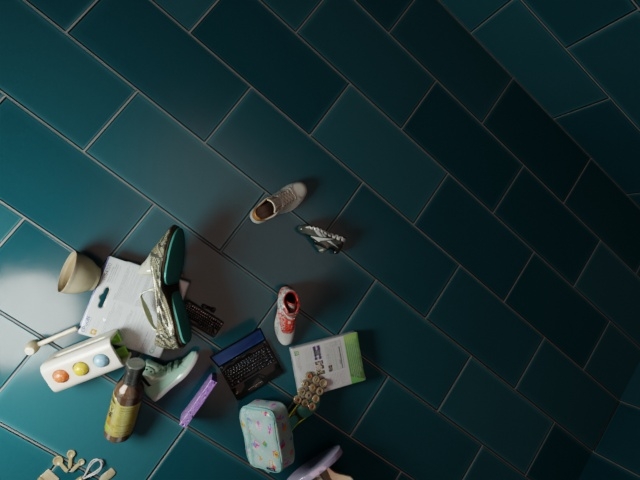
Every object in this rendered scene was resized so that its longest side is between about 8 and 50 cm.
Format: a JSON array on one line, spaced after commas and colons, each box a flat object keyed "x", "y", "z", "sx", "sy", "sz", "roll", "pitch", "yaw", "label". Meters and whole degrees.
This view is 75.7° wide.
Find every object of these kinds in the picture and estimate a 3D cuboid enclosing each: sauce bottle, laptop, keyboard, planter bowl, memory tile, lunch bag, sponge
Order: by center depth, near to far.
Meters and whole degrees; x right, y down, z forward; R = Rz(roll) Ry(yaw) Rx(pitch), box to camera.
[{"x": -0.741, "y": 0.608, "z": 1.577, "sx": 0.111, "sy": 0.111, "sz": 0.345, "roll": 17, "pitch": 105, "yaw": -15, "label": "sauce bottle"}, {"x": -0.915, "y": 0.133, "z": 1.577, "sx": 0.109, "sy": 0.162, "sz": 0.162, "roll": 24, "pitch": 82, "yaw": -41, "label": "planter bowl"}, {"x": -0.501, "y": 0.653, "z": 1.697, "sx": 0.031, "sy": 0.117, "sz": 0.210, "roll": 37, "pitch": 80, "yaw": -10, "label": "sponge"}, {"x": -0.230, "y": 0.821, "z": 1.728, "sx": 0.107, "sy": 0.223, "sz": 0.280, "roll": -8, "pitch": 90, "yaw": -56, "label": "lunch bag"}, {"x": -0.494, "y": 0.319, "z": 1.739, "sx": 0.180, "sy": 0.023, "sz": 0.108, "roll": 37, "pitch": 62, "yaw": -18, "label": "keyboard"}, {"x": -0.305, "y": 0.527, "z": 1.744, "sx": 0.234, "sy": 0.136, "sz": 0.265, "roll": -28, "pitch": 97, "yaw": -14, "label": "laptop"}, {"x": -0.043, "y": 0.665, "z": 1.815, "sx": 0.113, "sy": 0.012, "sz": 0.148, "roll": 31, "pitch": 73, "yaw": -12, "label": "memory tile"}]

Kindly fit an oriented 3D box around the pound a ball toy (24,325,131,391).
[{"x": -0.914, "y": 0.429, "z": 1.532, "sx": 0.318, "sy": 0.136, "sz": 0.208, "roll": -21, "pitch": 107, "yaw": -1, "label": "pound a ball toy"}]

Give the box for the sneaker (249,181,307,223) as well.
[{"x": -0.171, "y": -0.164, "z": 1.799, "sx": 0.290, "sy": 0.123, "sz": 0.106, "roll": -36, "pitch": 97, "yaw": -15, "label": "sneaker"}]

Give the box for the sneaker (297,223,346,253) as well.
[{"x": 0.000, "y": 0.000, "z": 1.868, "sx": 0.234, "sy": 0.078, "sz": 0.106, "roll": 19, "pitch": 82, "yaw": -17, "label": "sneaker"}]

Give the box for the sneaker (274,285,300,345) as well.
[{"x": -0.144, "y": 0.335, "z": 1.788, "sx": 0.090, "sy": 0.145, "sz": 0.271, "roll": 2, "pitch": 89, "yaw": -16, "label": "sneaker"}]

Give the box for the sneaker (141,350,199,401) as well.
[{"x": -0.627, "y": 0.514, "z": 1.672, "sx": 0.256, "sy": 0.094, "sz": 0.151, "roll": -42, "pitch": 104, "yaw": -11, "label": "sneaker"}]

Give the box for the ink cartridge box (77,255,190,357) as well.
[{"x": -0.742, "y": 0.265, "z": 1.660, "sx": 0.329, "sy": 0.071, "sz": 0.325, "roll": 22, "pitch": 84, "yaw": -12, "label": "ink cartridge box"}]

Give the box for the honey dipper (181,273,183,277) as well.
[{"x": -0.615, "y": 0.083, "z": 1.718, "sx": 0.030, "sy": 0.030, "sz": 0.161, "roll": -25, "pitch": 99, "yaw": -15, "label": "honey dipper"}]

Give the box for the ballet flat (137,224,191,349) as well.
[{"x": -0.614, "y": 0.185, "z": 1.592, "sx": 0.181, "sy": 0.164, "sz": 0.484, "roll": -4, "pitch": 92, "yaw": 6, "label": "ballet flat"}]

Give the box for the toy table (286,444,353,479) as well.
[{"x": 0.005, "y": 1.044, "z": 1.786, "sx": 0.274, "sy": 0.252, "sz": 0.161, "roll": -29, "pitch": 81, "yaw": -2, "label": "toy table"}]

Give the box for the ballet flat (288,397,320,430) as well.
[{"x": -0.105, "y": 0.770, "z": 1.827, "sx": 0.231, "sy": 0.077, "sz": 0.077, "roll": -38, "pitch": 101, "yaw": -19, "label": "ballet flat"}]

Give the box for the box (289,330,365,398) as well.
[{"x": 0.034, "y": 0.564, "z": 1.884, "sx": 0.321, "sy": 0.058, "sz": 0.233, "roll": -10, "pitch": 92, "yaw": -14, "label": "box"}]

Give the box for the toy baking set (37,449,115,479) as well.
[{"x": -0.958, "y": 0.936, "z": 1.608, "sx": 0.256, "sy": 0.030, "sz": 0.197, "roll": 26, "pitch": 82, "yaw": -14, "label": "toy baking set"}]
